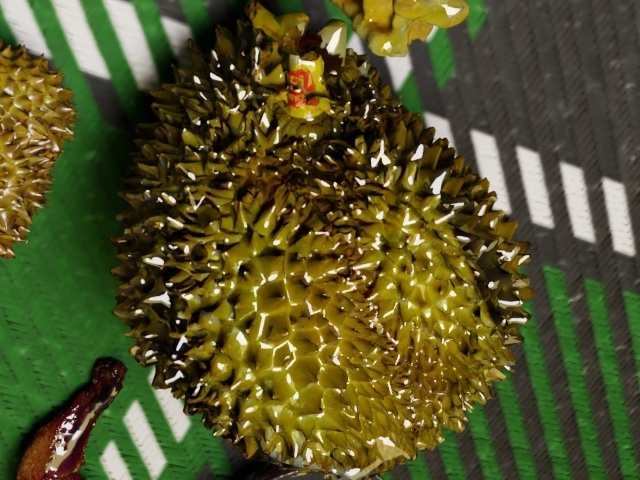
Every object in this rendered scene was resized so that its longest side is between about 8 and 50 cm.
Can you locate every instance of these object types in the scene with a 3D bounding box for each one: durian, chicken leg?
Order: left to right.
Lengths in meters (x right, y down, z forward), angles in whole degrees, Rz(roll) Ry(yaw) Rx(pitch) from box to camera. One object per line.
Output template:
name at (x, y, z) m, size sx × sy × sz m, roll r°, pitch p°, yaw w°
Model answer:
durian at (-0.232, -0.046, 0.990) m, size 0.168 × 0.137 × 0.158 m, roll 1°, pitch 105°, yaw -31°
chicken leg at (-0.190, 0.178, 1.229) m, size 0.093 × 0.053 × 0.205 m, roll -20°, pitch 142°, yaw -36°
durian at (-0.009, 0.006, 1.052) m, size 0.258 × 0.258 × 0.293 m, roll -36°, pitch 114°, yaw 8°

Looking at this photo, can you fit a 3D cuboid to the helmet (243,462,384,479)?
helmet at (-0.012, 0.236, 1.305) m, size 0.153 × 0.107 × 0.177 m, roll -8°, pitch 109°, yaw -11°

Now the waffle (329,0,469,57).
waffle at (0.046, -0.203, 0.916) m, size 0.055 × 0.211 × 0.160 m, roll 3°, pitch 124°, yaw -22°
